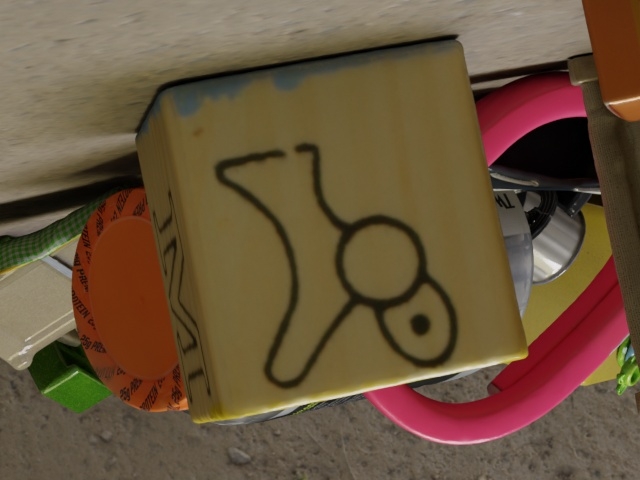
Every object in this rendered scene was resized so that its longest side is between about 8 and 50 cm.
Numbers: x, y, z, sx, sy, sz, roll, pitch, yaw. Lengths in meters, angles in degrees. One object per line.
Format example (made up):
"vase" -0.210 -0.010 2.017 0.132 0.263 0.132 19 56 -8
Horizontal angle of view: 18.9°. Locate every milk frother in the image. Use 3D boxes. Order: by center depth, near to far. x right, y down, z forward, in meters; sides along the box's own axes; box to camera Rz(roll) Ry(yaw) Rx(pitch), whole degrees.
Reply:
"milk frother" 0.175 -0.014 1.654 0.135 0.143 0.129 30 129 -34

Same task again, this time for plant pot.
"plant pot" 0.255 0.036 1.970 0.212 0.187 0.212 15 -168 33

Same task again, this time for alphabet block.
"alphabet block" 0.000 0.000 1.199 0.192 0.197 0.193 -10 176 -10

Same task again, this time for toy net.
"toy net" 0.342 0.037 1.867 0.045 0.232 0.122 33 -157 31

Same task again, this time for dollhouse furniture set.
"dollhouse furniture set" -0.217 0.007 1.655 0.197 0.151 0.301 -32 156 5

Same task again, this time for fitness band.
"fitness band" 0.137 0.012 1.378 0.291 0.209 0.054 -45 -154 -5

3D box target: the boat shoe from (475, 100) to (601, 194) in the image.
"boat shoe" 0.212 -0.080 1.455 0.255 0.095 0.079 0 -177 -21

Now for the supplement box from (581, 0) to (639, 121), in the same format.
"supplement box" 0.259 -0.127 1.009 0.233 0.078 0.080 -13 173 14

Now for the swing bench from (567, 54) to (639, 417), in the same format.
"swing bench" 0.266 -0.024 1.204 0.165 0.253 0.254 -11 176 2

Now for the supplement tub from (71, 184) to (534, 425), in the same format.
"supplement tub" -0.011 0.028 1.487 0.207 0.207 0.338 -15 175 44
